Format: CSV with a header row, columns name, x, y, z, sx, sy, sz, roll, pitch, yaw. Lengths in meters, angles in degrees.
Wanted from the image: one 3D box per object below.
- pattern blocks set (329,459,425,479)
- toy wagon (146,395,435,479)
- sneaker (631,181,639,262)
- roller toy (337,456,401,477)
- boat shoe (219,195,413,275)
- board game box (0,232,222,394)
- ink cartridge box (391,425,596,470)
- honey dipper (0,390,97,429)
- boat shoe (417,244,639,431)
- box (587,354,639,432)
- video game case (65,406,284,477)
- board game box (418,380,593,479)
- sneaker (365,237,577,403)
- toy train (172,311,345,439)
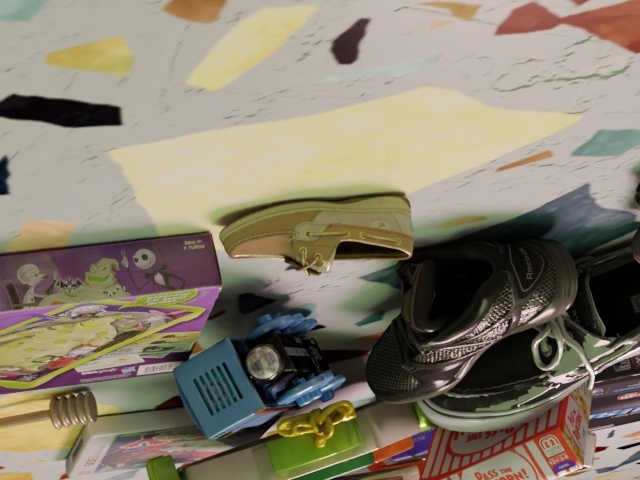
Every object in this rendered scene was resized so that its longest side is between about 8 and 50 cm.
name,x,y,z,sx,sy,sz,roll,pitch,yaw
pattern blocks set,0.004,0.265,1.519,0.285,0.026,0.325,-8,173,-33
toy wagon,-0.024,0.196,1.374,0.267,0.068,0.344,-18,175,-11
sneaker,0.258,-0.029,1.079,0.065,0.061,0.158,20,154,-7
roller toy,0.030,0.330,1.737,0.209,0.191,0.146,-13,162,3
boat shoe,0.000,0.000,0.997,0.135,0.045,0.050,-8,161,-10
board game box,-0.256,0.068,1.047,0.346,0.056,0.208,-6,165,-16
ink cartridge box,0.160,0.221,1.600,0.208,0.045,0.206,16,161,-14
honey dipper,-0.283,0.166,1.334,0.160,0.030,0.030,-11,161,6
boat shoe,0.214,0.069,1.226,0.306,0.113,0.105,-18,154,11
box,0.358,0.138,1.571,0.295,0.073,0.293,-11,161,1
video game case,-0.156,0.208,1.538,0.201,0.023,0.183,-5,160,-19
board game box,0.173,0.170,1.340,0.146,0.045,0.193,-28,-167,21
sneaker,0.085,0.064,1.176,0.130,0.087,0.227,6,152,-37
toy train,-0.047,0.110,1.189,0.105,0.080,0.184,-28,171,7
